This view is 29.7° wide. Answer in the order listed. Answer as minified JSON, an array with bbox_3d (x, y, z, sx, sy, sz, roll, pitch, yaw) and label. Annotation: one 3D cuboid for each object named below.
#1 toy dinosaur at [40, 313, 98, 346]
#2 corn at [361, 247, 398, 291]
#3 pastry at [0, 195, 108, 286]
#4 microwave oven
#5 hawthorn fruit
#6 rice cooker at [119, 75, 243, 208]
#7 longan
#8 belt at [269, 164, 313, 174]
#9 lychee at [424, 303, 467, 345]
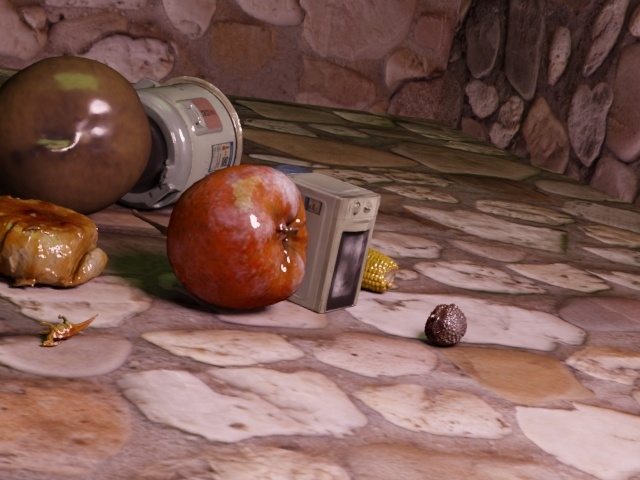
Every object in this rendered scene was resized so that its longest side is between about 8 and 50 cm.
[{"bbox_3d":[-0.355,0.120,1.677,0.041,0.026,0.113,24,26,18],"label":"toy dinosaur"},{"bbox_3d":[0.037,0.032,2.225,0.238,0.080,0.080,19,16,30],"label":"corn"},{"bbox_3d":[-0.451,0.000,1.922,0.229,0.100,0.218,19,16,22],"label":"pastry"},{"bbox_3d":[0.000,0.000,2.063,0.163,0.205,0.129,23,18,35],"label":"microwave oven"},{"bbox_3d":[-0.135,0.008,1.937,0.231,0.263,0.235,24,41,-33],"label":"hawthorn fruit"},{"bbox_3d":[-0.311,-0.199,2.491,0.316,0.264,0.317,36,32,-27],"label":"rice cooker"},{"bbox_3d":[-0.472,-0.187,2.224,0.318,0.319,0.319,11,14,-3],"label":"longan"},{"bbox_3d":[-0.066,-0.077,2.435,0.190,0.141,0.082,1,16,-28],"label":"belt"},{"bbox_3d":[0.203,0.138,1.968,0.083,0.068,0.067,21,-36,-37],"label":"lychee"}]
